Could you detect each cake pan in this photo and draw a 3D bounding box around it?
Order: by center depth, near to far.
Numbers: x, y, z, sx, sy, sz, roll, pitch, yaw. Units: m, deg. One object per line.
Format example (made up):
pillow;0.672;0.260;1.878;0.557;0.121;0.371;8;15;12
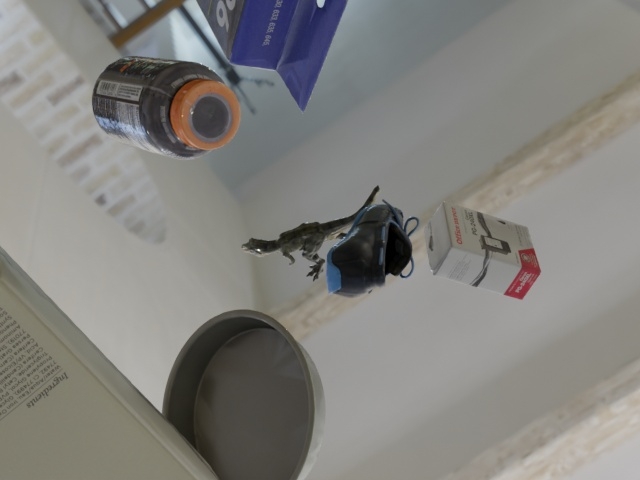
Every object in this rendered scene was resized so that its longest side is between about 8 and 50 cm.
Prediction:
cake pan;-0.107;0.245;1.419;0.293;0.054;0.293;-10;-106;37

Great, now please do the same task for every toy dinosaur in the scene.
toy dinosaur;0.000;0.000;1.743;0.268;0.118;0.064;-22;-133;11

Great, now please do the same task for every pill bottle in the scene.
pill bottle;-0.203;-0.178;1.347;0.130;0.130;0.246;-46;-147;-17

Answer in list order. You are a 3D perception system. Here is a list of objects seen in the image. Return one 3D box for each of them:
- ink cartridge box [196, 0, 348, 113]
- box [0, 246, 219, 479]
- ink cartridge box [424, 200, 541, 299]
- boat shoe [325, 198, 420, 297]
ink cartridge box;-0.062;-0.338;1.013;0.072;0.303;0.307;-8;-127;-28
box;-0.178;0.132;0.691;0.113;0.275;0.094;-39;-149;-7
ink cartridge box;0.238;0.014;1.490;0.109;0.151;0.063;-93;-155;-49
boat shoe;0.083;0.022;1.345;0.089;0.109;0.258;1;-156;18
